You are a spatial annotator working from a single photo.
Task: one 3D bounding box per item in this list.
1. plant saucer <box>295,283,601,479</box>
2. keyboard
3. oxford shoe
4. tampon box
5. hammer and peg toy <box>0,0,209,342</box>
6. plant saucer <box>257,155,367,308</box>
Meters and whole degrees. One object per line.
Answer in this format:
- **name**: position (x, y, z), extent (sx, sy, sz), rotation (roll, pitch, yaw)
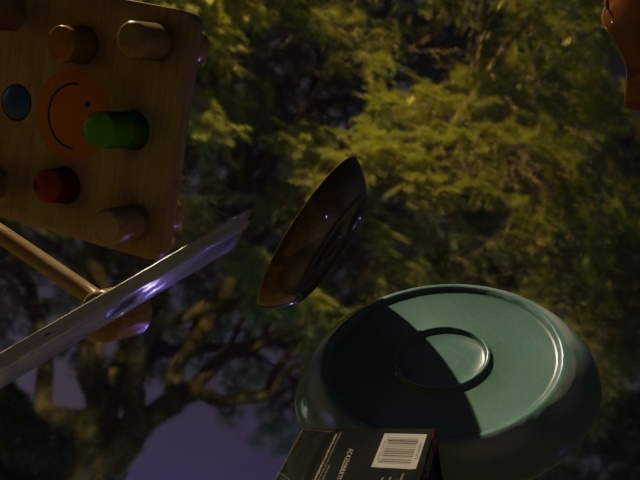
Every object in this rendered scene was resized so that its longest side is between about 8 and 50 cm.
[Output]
- **plant saucer**: position (0.127, 0.135, 0.982), extent (0.317, 0.317, 0.043), rotation (12, -52, 32)
- **keyboard**: position (-0.162, 0.049, 0.767), extent (0.014, 0.256, 0.072), rotation (54, -31, 6)
- **oxford shoe**: position (0.269, -0.211, 0.789), extent (0.076, 0.212, 0.076), rotation (-4, 2, 34)
- **tampon box**: position (0.032, 0.228, 0.648), extent (0.101, 0.120, 0.161), rotation (-4, -67, 20)
- **hammer and peg toy**: position (-0.267, -0.078, 0.989), extent (0.266, 0.361, 0.127), rotation (16, 13, 20)
- **plant saucer**: position (0.000, 0.000, 1.045), extent (0.036, 0.198, 0.198), rotation (33, -21, 9)
